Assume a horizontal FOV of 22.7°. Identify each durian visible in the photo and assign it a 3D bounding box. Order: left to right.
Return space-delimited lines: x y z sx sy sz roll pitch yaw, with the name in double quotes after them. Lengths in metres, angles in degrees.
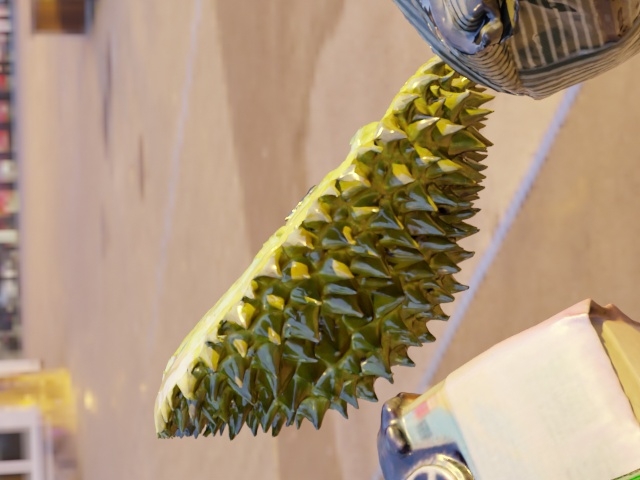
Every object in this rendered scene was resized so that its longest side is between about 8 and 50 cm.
0.008 -0.001 1.125 0.169 0.355 0.157 23 158 48 "durian"

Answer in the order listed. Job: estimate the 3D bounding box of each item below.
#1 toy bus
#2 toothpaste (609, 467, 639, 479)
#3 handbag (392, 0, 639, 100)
0.189 0.222 0.877 0.162 0.171 0.386 -42 57 32 "toy bus"
0.085 0.129 0.301 0.037 0.043 0.178 -33 75 45 "toothpaste"
0.114 -0.259 0.917 0.240 0.247 0.340 -57 -57 -86 "handbag"
